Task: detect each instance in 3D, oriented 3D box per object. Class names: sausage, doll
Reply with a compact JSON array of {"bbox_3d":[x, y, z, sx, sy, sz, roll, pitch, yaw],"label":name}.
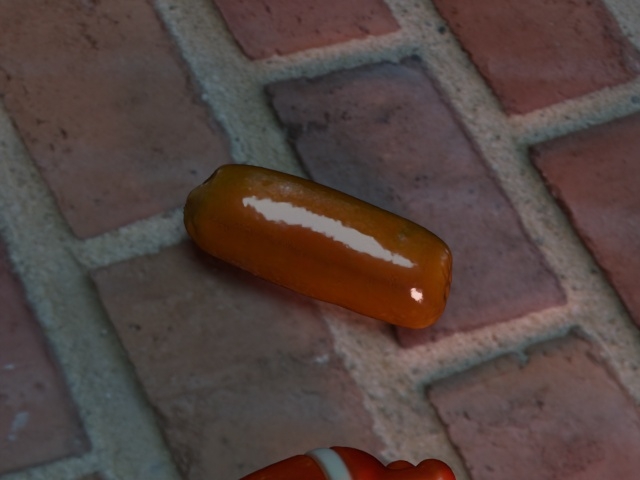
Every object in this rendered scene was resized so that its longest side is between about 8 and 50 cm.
[{"bbox_3d":[0.000,0.000,1.412,0.238,0.098,0.098,20,53,1],"label":"sausage"},{"bbox_3d":[-0.072,0.215,1.189,0.336,0.200,0.105,-9,86,-17],"label":"doll"}]
